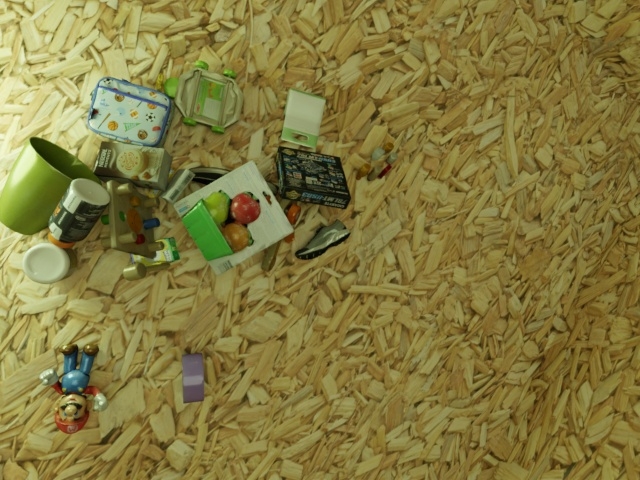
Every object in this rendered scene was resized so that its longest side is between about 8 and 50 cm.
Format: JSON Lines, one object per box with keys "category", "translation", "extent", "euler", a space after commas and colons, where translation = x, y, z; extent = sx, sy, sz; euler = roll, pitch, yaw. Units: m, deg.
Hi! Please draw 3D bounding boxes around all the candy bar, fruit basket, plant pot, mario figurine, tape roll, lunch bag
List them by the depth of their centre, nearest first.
{"category": "plant pot", "translation": [-1.003, -0.170, 1.573], "extent": [0.275, 0.275, 0.293], "euler": [42, 94, -14]}
{"category": "mario figurine", "translation": [-0.910, 0.553, 1.627], "extent": [0.198, 0.170, 0.320], "euler": [-1, 82, 16]}
{"category": "lunch bag", "translation": [-0.733, -0.494, 1.691], "extent": [0.304, 0.115, 0.243], "euler": [17, 89, -6]}
{"category": "fruit basket", "translation": [-0.335, -0.087, 1.707], "extent": [0.353, 0.165, 0.326], "euler": [-32, 98, -10]}
{"category": "tape roll", "translation": [-0.512, 0.549, 1.751], "extent": [0.080, 0.189, 0.188], "euler": [-1, 91, -19]}
{"category": "candy bar", "translation": [-0.650, -0.240, 1.792], "extent": [0.040, 0.018, 0.161], "euler": [37, 80, -15]}

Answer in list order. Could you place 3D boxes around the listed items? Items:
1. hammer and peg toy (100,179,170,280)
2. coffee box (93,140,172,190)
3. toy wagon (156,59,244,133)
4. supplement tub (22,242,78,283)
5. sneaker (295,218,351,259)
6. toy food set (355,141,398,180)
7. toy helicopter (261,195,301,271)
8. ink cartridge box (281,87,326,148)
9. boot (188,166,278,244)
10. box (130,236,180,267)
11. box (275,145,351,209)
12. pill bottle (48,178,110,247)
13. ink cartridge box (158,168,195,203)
{"category": "hammer and peg toy", "translation": [-0.695, -0.018, 1.632], "extent": [0.128, 0.266, 0.360], "euler": [-12, 79, 8]}
{"category": "coffee box", "translation": [-0.716, -0.285, 1.681], "extent": [0.247, 0.098, 0.141], "euler": [7, 77, 1]}
{"category": "toy wagon", "translation": [-0.498, -0.602, 1.815], "extent": [0.345, 0.068, 0.267], "euler": [12, 86, -17]}
{"category": "supplement tub", "translation": [-0.974, 0.080, 1.592], "extent": [0.145, 0.200, 0.144], "euler": [0, 90, -18]}
{"category": "sneaker", "translation": [0.000, 0.000, 1.976], "extent": [0.272, 0.100, 0.108], "euler": [-30, 75, -13]}
{"category": "toy food set", "translation": [0.273, -0.357, 2.070], "extent": [0.111, 0.104, 0.232], "euler": [41, 60, 0]}
{"category": "toy helicopter", "translation": [-0.177, -0.034, 1.877], "extent": [0.140, 0.235, 0.354], "euler": [23, 106, 9]}
{"category": "ink cartridge box", "translation": [-0.081, -0.541, 1.958], "extent": [0.171, 0.056, 0.234], "euler": [12, 90, -17]}
{"category": "boot", "translation": [-0.379, -0.140, 1.825], "extent": [0.378, 0.138, 0.283], "euler": [12, 87, -23]}
{"category": "box", "translation": [-0.671, 0.054, 1.775], "extent": [0.179, 0.043, 0.105], "euler": [-16, 95, -19]}
{"category": "box", "translation": [-0.036, -0.274, 1.874], "extent": [0.296, 0.293, 0.073], "euler": [7, 133, -19]}
{"category": "pill bottle", "translation": [-0.838, -0.083, 1.500], "extent": [0.130, 0.130, 0.245], "euler": [37, 112, -15]}
{"category": "ink cartridge box", "translation": [-0.574, -0.216, 1.737], "extent": [0.045, 0.179, 0.145], "euler": [39, 79, -25]}
